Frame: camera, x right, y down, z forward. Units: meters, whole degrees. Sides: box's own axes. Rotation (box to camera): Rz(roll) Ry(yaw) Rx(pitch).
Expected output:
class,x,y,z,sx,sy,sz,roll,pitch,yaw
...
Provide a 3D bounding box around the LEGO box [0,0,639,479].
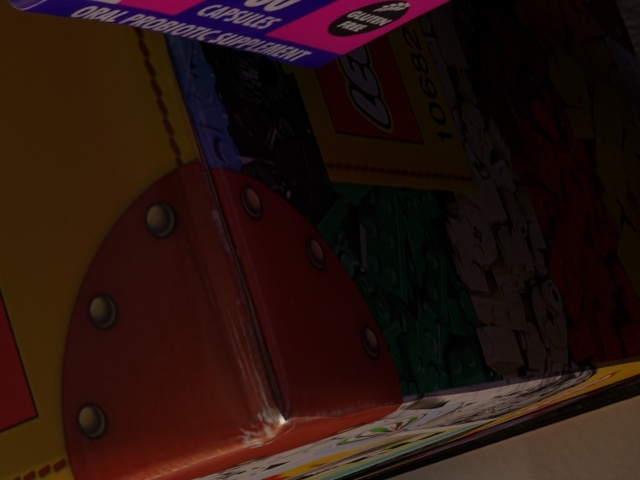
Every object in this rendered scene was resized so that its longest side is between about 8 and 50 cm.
class,x,y,z,sx,sy,sz,roll,pitch,yaw
LEGO box,-0.146,0.040,0.639,0.500,0.193,0.372,-24,168,28

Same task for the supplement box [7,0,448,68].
class,x,y,z,sx,sy,sz,roll,pitch,yaw
supplement box,0.041,-0.129,0.306,0.220,0.114,0.111,-26,166,29

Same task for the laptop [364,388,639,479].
class,x,y,z,sx,sy,sz,roll,pitch,yaw
laptop,0.013,0.267,0.482,0.408,0.382,0.236,-19,170,9
